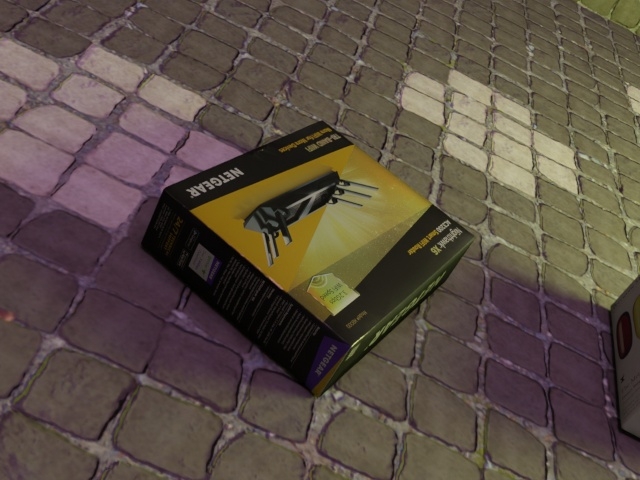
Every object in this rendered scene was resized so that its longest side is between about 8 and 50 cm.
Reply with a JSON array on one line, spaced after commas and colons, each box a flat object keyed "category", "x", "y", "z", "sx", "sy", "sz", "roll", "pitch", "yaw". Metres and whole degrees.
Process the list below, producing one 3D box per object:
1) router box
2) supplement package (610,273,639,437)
[{"category": "router box", "x": 0.000, "y": 0.000, "z": 0.963, "sx": 0.243, "sy": 0.081, "sz": 0.309, "roll": 39, "pitch": 35, "yaw": 13}, {"category": "supplement package", "x": 0.450, "y": 0.134, "z": 1.068, "sx": 0.134, "sy": 0.139, "sz": 0.244, "roll": 28, "pitch": 33, "yaw": -3}]
